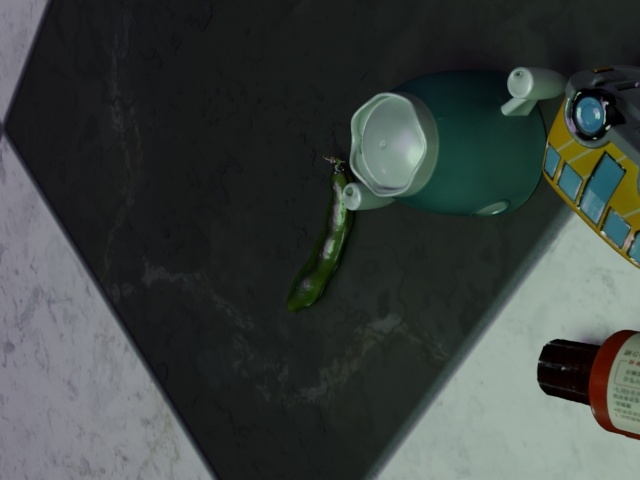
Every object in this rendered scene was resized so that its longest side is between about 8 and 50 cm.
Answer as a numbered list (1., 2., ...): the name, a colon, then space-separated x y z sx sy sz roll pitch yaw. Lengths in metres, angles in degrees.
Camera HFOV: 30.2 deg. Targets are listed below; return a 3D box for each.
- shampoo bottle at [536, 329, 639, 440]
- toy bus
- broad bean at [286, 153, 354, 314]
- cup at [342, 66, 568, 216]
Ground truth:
1. shampoo bottle: 0.331 0.143 1.125 0.278 0.104 0.104 8 100 46
2. toy bus: 0.308 -0.059 1.117 0.209 0.126 0.136 50 136 31
3. broad bean: 0.004 0.002 1.514 0.069 0.039 0.226 30 115 35
4. cup: 0.126 -0.105 1.270 0.300 0.173 0.167 -34 68 44
